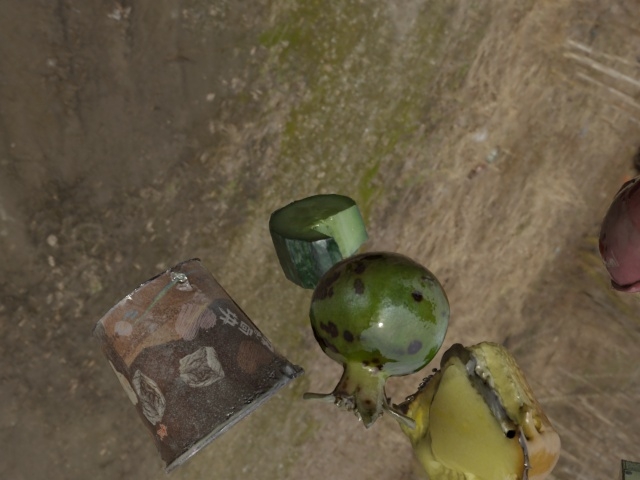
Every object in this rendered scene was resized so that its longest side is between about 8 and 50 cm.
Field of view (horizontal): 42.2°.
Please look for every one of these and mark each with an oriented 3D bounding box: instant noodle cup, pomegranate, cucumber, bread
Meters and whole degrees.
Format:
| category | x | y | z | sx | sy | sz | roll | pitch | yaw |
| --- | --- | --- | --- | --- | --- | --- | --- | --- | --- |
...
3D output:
| category | x | y | z | sx | sy | sz | roll | pitch | yaw |
| --- | --- | --- | --- | --- | --- | --- | --- | --- | --- |
| instant noodle cup | -0.165 | 0.152 | 1.066 | 0.217 | 0.207 | 0.217 | -37 | 172 | -6 |
| pomegranate | 0.058 | 0.095 | 0.833 | 0.148 | 0.149 | 0.169 | 12 | 86 | -68 |
| cucumber | -0.007 | -0.004 | 1.673 | 0.191 | 0.191 | 0.130 | -42 | 134 | -33 |
| bread | 0.221 | 0.251 | 1.099 | 0.163 | 0.204 | 0.262 | -15 | 159 | -23 |

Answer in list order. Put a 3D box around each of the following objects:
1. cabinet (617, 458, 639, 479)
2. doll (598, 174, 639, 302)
| category | x | y | z | sx | sy | sz | roll | pitch | yaw |
| --- | --- | --- | --- | --- | --- | --- | --- | --- | --- |
| cabinet | 0.455 | 0.410 | 1.061 | 0.206 | 0.145 | 0.150 | -64 | 154 | -52 |
| doll | 0.350 | 0.038 | 0.690 | 0.152 | 0.256 | 0.196 | -59 | 175 | -22 |
